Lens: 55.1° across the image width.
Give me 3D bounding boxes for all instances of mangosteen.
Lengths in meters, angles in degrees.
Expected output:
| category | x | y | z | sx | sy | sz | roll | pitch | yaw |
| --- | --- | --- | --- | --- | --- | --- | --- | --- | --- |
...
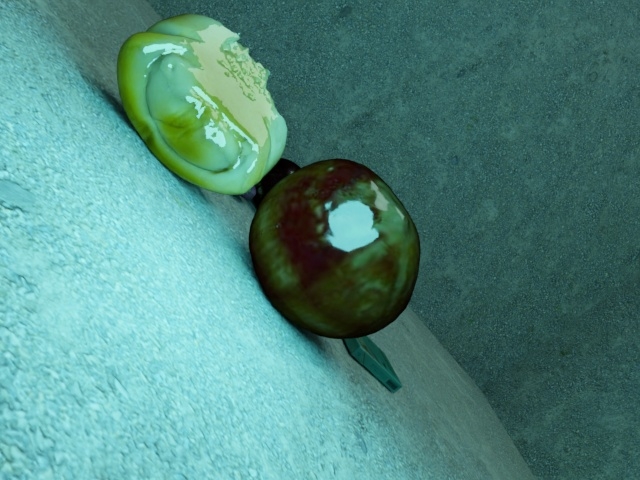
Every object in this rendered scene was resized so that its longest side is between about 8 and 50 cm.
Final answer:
| category | x | y | z | sx | sy | sz | roll | pitch | yaw |
| --- | --- | --- | --- | --- | --- | --- | --- | --- | --- |
| mangosteen | -0.094 | -0.174 | 2.020 | 0.235 | 0.261 | 0.235 | 58 | 8 | -14 |

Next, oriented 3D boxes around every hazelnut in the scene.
| category | x | y | z | sx | sy | sz | roll | pitch | yaw |
| --- | --- | --- | --- | --- | --- | --- | --- | --- | --- |
| hazelnut | 0.038 | 0.020 | 1.392 | 0.353 | 0.421 | 0.421 | -13 | 52 | -31 |

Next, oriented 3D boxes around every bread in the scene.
| category | x | y | z | sx | sy | sz | roll | pitch | yaw |
| --- | --- | --- | --- | --- | --- | --- | --- | --- | --- |
| bread | -0.261 | -0.306 | 1.415 | 0.424 | 0.329 | 0.245 | 54 | 6 | -18 |

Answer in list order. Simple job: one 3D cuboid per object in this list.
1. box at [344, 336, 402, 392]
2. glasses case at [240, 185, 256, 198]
| category | x | y | z | sx | sy | sz | roll | pitch | yaw |
| --- | --- | --- | --- | --- | --- | --- | --- | --- | --- |
| box | 0.139 | 0.328 | 1.790 | 0.229 | 0.041 | 0.162 | 46 | 8 | -33 |
| glasses case | -0.303 | -0.255 | 1.894 | 0.316 | 0.076 | 0.123 | 53 | 8 | 19 |
